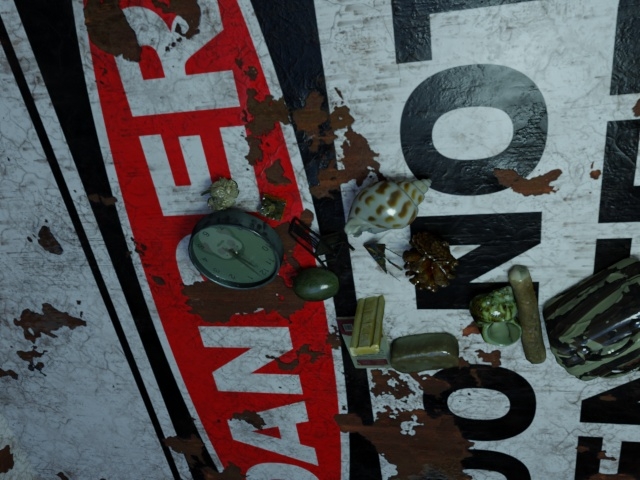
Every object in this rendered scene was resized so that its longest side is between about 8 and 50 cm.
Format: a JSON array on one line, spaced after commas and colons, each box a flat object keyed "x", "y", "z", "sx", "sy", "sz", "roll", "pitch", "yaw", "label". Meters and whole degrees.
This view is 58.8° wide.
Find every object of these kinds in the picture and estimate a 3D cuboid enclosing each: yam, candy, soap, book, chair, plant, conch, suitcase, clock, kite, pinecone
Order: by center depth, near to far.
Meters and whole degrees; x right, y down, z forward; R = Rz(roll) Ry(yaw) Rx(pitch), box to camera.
[{"x": 0.827, "y": 0.251, "z": 1.617, "sx": 0.194, "sy": 0.339, "sz": 0.351, "roll": 44, "pitch": 119, "yaw": -13, "label": "suitcase"}, {"x": 0.198, "y": -0.102, "z": 1.677, "sx": 0.274, "sy": 0.183, "sz": 0.149, "roll": -9, "pitch": 86, "yaw": 12, "label": "conch"}, {"x": 0.329, "y": 0.068, "z": 1.729, "sx": 0.150, "sy": 0.179, "sz": 0.195, "roll": -24, "pitch": 139, "yaw": -6, "label": "pinecone"}, {"x": 0.558, "y": 0.231, "z": 1.786, "sx": 0.187, "sy": 0.124, "sz": 0.181, "roll": 25, "pitch": 145, "yaw": 0, "label": "conch"}, {"x": 0.659, "y": 0.241, "z": 1.806, "sx": 0.081, "sy": 0.081, "sz": 0.357, "roll": -12, "pitch": 116, "yaw": 20, "label": "yam"}, {"x": 0.199, "y": 0.052, "z": 1.809, "sx": 0.160, "sy": 0.010, "sz": 0.183, "roll": 33, "pitch": 156, "yaw": 25, "label": "kite"}, {"x": -0.329, "y": -0.152, "z": 1.832, "sx": 0.122, "sy": 0.104, "sz": 0.117, "roll": 25, "pitch": 89, "yaw": 30, "label": "plant"}, {"x": 0.000, "y": 0.000, "z": 1.836, "sx": 0.212, "sy": 0.101, "sz": 0.084, "roll": 44, "pitch": 127, "yaw": 31, "label": "chair"}, {"x": 0.156, "y": 0.273, "z": 1.844, "sx": 0.092, "sy": 0.252, "sz": 0.037, "roll": -12, "pitch": 120, "yaw": 19, "label": "soap"}, {"x": -0.279, "y": 0.040, "z": 1.882, "sx": 0.318, "sy": 0.066, "sz": 0.319, "roll": 4, "pitch": 134, "yaw": 5, "label": "clock"}, {"x": 0.358, "y": 0.386, "z": 1.948, "sx": 0.234, "sy": 0.104, "sz": 0.102, "roll": -14, "pitch": 120, "yaw": 21, "label": "candy"}, {"x": 0.163, "y": 0.362, "z": 2.017, "sx": 0.162, "sy": 0.022, "sz": 0.232, "roll": -7, "pitch": 119, "yaw": 29, "label": "book"}]

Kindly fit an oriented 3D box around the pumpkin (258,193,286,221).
[{"x": -0.154, "y": -0.105, "z": 1.816, "sx": 0.083, "sy": 0.054, "sz": 0.074, "roll": 19, "pitch": 118, "yaw": 8, "label": "pumpkin"}]

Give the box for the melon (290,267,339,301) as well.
[{"x": -0.021, "y": 0.149, "z": 1.895, "sx": 0.167, "sy": 0.114, "sz": 0.114, "roll": -2, "pitch": 119, "yaw": 12, "label": "melon"}]
